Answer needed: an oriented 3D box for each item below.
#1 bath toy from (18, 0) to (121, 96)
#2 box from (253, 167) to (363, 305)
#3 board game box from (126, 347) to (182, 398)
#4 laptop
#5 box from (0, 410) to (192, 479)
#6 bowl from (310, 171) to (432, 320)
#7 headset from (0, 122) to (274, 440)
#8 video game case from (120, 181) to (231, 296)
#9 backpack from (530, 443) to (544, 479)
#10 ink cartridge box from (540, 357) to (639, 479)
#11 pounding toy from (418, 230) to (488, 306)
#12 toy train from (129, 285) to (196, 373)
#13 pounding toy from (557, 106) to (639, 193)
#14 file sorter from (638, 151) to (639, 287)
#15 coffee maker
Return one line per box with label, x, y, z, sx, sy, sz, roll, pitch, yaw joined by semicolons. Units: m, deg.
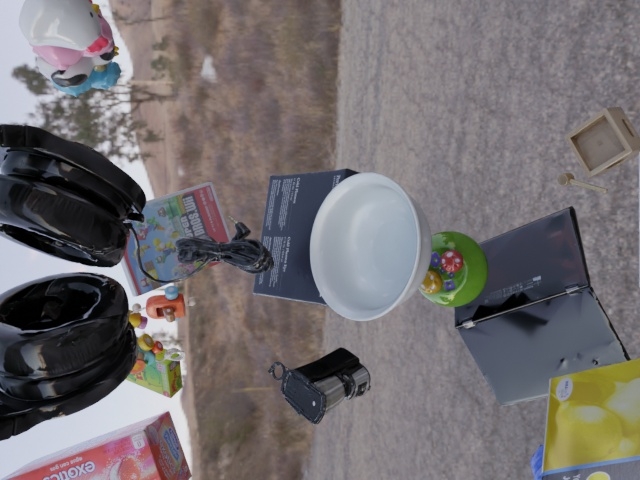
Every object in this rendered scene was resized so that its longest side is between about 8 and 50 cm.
bath toy;-0.427;-0.351;1.062;0.151;0.129;0.348;-65;15;-6
box;0.000;0.000;1.593;0.312;0.179;0.343;3;83;49
board game box;-0.385;0.264;1.284;0.043;0.181;0.092;-43;-38;-53
laptop;0.592;0.188;1.645;0.382;0.236;0.408;-26;42;35
box;-0.412;0.442;1.092;0.154;0.300;0.142;54;-164;-87
bowl;0.124;0.016;1.229;0.298;0.134;0.297;-7;80;47
headset;-0.200;0.030;0.515;0.394;0.185;0.243;-13;-70;-67
video game case;-0.353;-0.009;1.444;0.025;0.285;0.204;-8;102;52
backpack;0.455;0.429;1.095;0.101;0.120;0.098;-69;1;-64
ink cartridge box;0.409;0.234;0.678;0.072;0.307;0.303;57;-148;-9
pounding toy;0.263;0.064;1.394;0.110;0.237;0.183;-5;-72;-63
toy train;-0.241;0.138;0.856;0.046;0.125;0.166;-105;19;-46
pounding toy;0.712;-0.208;1.532;0.206;0.094;0.181;-41;69;49
file sorter;0.555;-0.035;0.715;0.278;0.173;0.192;163;109;-77
coffee maker;0.005;0.319;1.398;0.171;0.178;0.120;53;128;19
